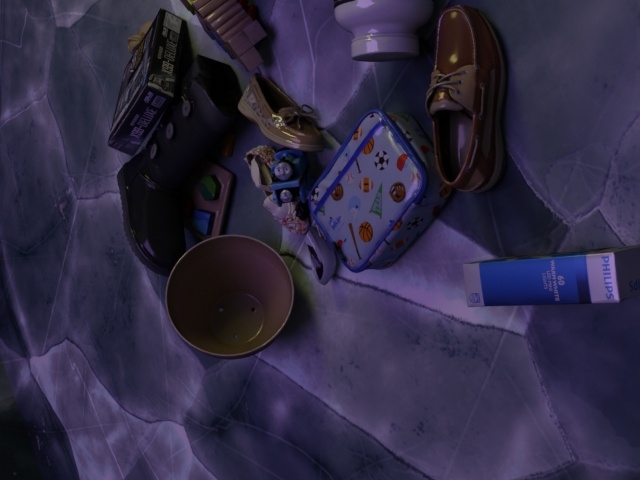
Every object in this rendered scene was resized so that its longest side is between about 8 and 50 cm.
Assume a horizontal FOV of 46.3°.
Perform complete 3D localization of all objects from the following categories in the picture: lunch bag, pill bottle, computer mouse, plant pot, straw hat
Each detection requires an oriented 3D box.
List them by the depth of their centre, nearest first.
[{"bbox_3d":[0.112,-0.494,1.348,0.181,0.182,0.322,4,98,46],"label":"pill bottle"},{"bbox_3d":[0.102,-0.095,1.465,0.303,0.115,0.243,-51,58,36],"label":"lunch bag"},{"bbox_3d":[0.000,0.000,1.609,0.042,0.106,0.193,-12,98,27],"label":"computer mouse"},{"bbox_3d":[-0.200,0.154,1.732,0.284,0.284,0.191,61,168,21],"label":"plant pot"},{"bbox_3d":[-0.498,-0.538,2.060,0.144,0.061,0.144,7,100,46],"label":"straw hat"}]

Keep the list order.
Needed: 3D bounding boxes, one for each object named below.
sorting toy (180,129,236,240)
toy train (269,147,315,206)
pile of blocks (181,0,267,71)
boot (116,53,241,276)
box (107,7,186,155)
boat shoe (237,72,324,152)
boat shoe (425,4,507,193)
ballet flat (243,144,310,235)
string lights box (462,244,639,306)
[{"bbox_3d":[-0.306,-0.155,1.927,0.229,0.041,0.307,34,119,38],"label":"sorting toy"},{"bbox_3d":[-0.064,-0.139,1.591,0.080,0.184,0.105,-9,107,11],"label":"toy train"},{"bbox_3d":[-0.224,-0.538,1.765,0.113,0.149,0.362,-38,72,-5],"label":"pile of blocks"},{"bbox_3d":[-0.327,-0.177,1.840,0.445,0.146,0.367,-42,61,31],"label":"boot"},{"bbox_3d":[-0.443,-0.405,1.913,0.242,0.077,0.307,-41,37,40],"label":"box"},{"bbox_3d":[-0.087,-0.278,1.638,0.285,0.105,0.089,39,121,38],"label":"boat shoe"},{"bbox_3d":[0.245,-0.242,1.287,0.123,0.120,0.323,-7,90,46],"label":"boat shoe"},{"bbox_3d":[-0.108,-0.112,1.703,0.091,0.077,0.241,-45,64,39],"label":"ballet flat"},{"bbox_3d":[0.373,0.059,1.185,0.260,0.133,0.076,-8,89,46],"label":"string lights box"}]
